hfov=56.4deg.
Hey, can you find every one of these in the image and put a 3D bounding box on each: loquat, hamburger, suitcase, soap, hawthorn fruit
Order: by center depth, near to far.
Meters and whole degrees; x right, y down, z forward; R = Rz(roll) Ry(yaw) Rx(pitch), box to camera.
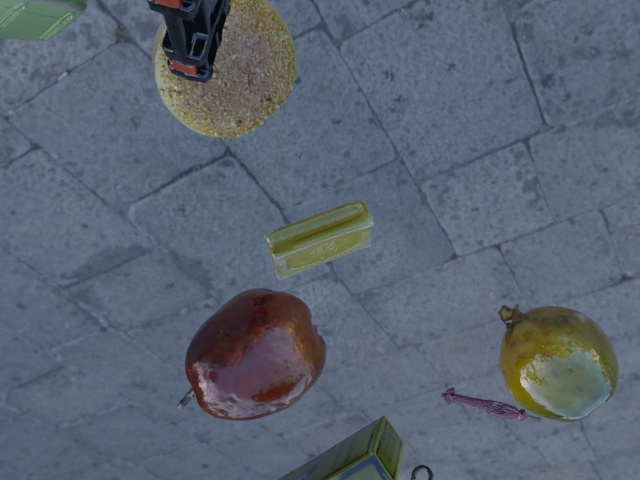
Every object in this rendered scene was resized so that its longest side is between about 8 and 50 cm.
[{"bbox_3d":[-0.163,-0.355,0.782,0.066,0.206,0.285,14,169,-3],"label":"suitcase"},{"bbox_3d":[-0.125,0.207,1.016,0.261,0.224,0.224,-28,144,-28],"label":"hawthorn fruit"},{"bbox_3d":[0.434,0.218,1.134,0.246,0.213,0.213,47,130,13],"label":"loquat"},{"bbox_3d":[-0.190,-0.351,1.181,0.302,0.170,0.302,-14,116,-30],"label":"hamburger"},{"bbox_3d":[0.000,0.000,1.767,0.315,0.091,0.199,-19,158,-9],"label":"soap"}]

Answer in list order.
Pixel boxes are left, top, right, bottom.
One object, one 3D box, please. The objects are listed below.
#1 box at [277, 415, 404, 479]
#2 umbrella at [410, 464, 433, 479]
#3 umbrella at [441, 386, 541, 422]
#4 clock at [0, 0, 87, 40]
[{"bbox_3d":[0.015,0.363,0.893,0.220,0.141,0.064,-37,87,14],"label":"box"},{"bbox_3d":[0.061,0.251,0.472,0.022,0.149,0.022,5,147,32],"label":"umbrella"},{"bbox_3d":[0.282,0.276,0.984,0.165,0.025,0.027,13,122,5],"label":"umbrella"},{"bbox_3d":[-0.432,-0.391,0.707,0.096,0.235,0.308,-31,99,14],"label":"clock"}]
